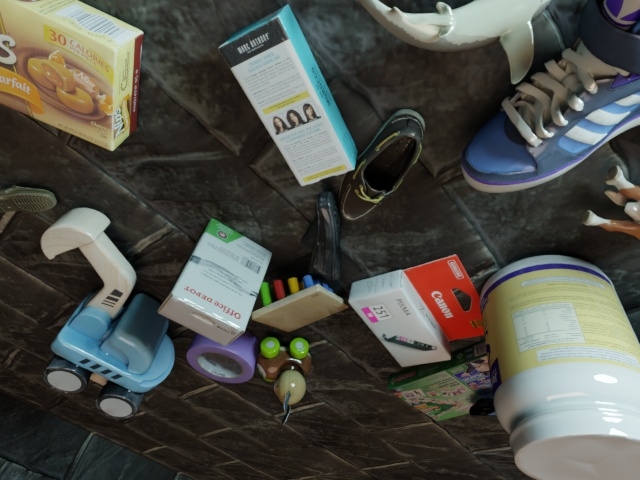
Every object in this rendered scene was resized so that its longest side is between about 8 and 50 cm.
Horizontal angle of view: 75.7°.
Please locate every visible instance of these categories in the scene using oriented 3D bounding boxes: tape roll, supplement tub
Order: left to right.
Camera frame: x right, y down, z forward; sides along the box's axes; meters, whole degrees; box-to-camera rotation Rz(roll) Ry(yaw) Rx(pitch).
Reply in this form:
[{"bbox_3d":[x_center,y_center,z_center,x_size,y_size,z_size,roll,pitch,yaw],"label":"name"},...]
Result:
[{"bbox_3d":[-0.267,0.314,1.147,0.189,0.080,0.189,6,133,7],"label":"tape roll"},{"bbox_3d":[0.419,0.214,0.717,0.241,0.331,0.241,7,133,7],"label":"supplement tub"}]

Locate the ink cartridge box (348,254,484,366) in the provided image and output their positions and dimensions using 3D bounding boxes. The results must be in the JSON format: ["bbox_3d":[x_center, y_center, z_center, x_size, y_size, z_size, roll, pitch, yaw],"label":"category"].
[{"bbox_3d":[0.232,0.170,0.910,0.239,0.060,0.275,-19,125,29],"label":"ink cartridge box"}]

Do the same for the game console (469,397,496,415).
[{"bbox_3d":[0.561,0.437,1.045,0.361,0.044,0.213,2,140,0],"label":"game console"}]

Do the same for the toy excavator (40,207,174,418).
[{"bbox_3d":[-0.514,0.178,1.024,0.433,0.222,0.445,38,115,-21],"label":"toy excavator"}]

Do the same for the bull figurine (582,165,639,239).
[{"bbox_3d":[0.510,-0.061,0.532,0.188,0.101,0.310,17,164,2],"label":"bull figurine"}]

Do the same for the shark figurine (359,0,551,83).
[{"bbox_3d":[0.148,-0.266,0.501,0.278,0.116,0.166,0,99,3],"label":"shark figurine"}]

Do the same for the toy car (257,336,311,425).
[{"bbox_3d":[-0.097,0.375,1.080,0.149,0.188,0.155,2,133,-3],"label":"toy car"}]

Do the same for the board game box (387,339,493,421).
[{"bbox_3d":[0.366,0.379,1.081,0.213,0.046,0.317,37,129,-22],"label":"board game box"}]

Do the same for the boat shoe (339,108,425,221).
[{"bbox_3d":[0.089,-0.106,0.678,0.081,0.068,0.228,24,133,-9],"label":"boat shoe"}]

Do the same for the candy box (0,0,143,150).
[{"bbox_3d":[-0.443,-0.288,0.621,0.316,0.087,0.183,24,133,-8],"label":"candy box"}]

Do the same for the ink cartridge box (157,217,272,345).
[{"bbox_3d":[-0.203,0.081,0.824,0.153,0.208,0.087,33,131,-17],"label":"ink cartridge box"}]

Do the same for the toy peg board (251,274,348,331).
[{"bbox_3d":[-0.048,0.123,0.901,0.161,0.079,0.161,-26,151,16],"label":"toy peg board"}]

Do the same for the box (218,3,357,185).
[{"bbox_3d":[-0.038,-0.204,0.622,0.100,0.060,0.244,-14,128,24],"label":"box"}]

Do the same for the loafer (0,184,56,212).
[{"bbox_3d":[-0.640,-0.093,0.880,0.148,0.050,0.056,-2,137,-6],"label":"loafer"}]

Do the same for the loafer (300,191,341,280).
[{"bbox_3d":[0.000,0.000,0.791,0.078,0.076,0.223,3,138,5],"label":"loafer"}]

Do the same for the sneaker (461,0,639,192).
[{"bbox_3d":[0.288,-0.195,0.456,0.323,0.130,0.236,-26,148,22],"label":"sneaker"}]
